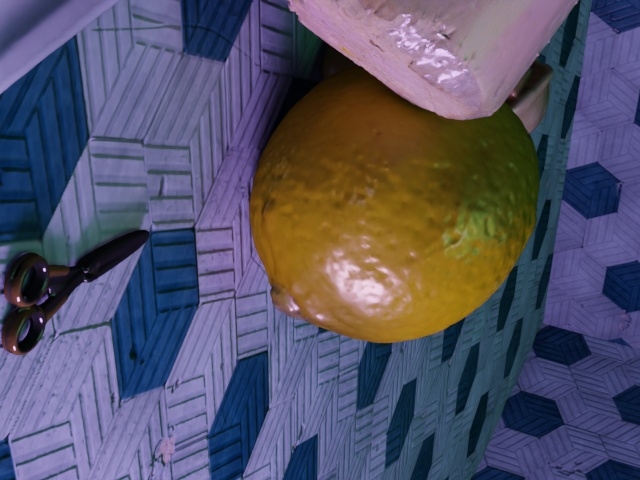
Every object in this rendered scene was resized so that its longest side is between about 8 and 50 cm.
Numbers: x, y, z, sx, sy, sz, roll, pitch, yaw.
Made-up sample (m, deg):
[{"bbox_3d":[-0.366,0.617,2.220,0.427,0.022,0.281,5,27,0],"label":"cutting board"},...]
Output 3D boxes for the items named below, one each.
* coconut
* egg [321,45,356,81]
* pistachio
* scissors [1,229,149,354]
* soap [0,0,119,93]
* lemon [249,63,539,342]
[{"bbox_3d":[0.129,-0.303,1.187,0.309,0.297,0.297,-56,160,-2],"label":"coconut"},{"bbox_3d":[0.043,-0.217,1.517,0.080,0.080,0.096,71,35,-60],"label":"egg"},{"bbox_3d":[0.255,-0.233,1.975,0.193,0.214,0.318,57,43,-5],"label":"pistachio"},{"bbox_3d":[-0.207,0.027,1.079,0.220,0.017,0.088,-38,139,-62],"label":"scissors"},{"bbox_3d":[-0.136,-0.200,0.737,0.087,0.265,0.160,43,55,-22],"label":"soap"},{"bbox_3d":[0.084,-0.046,1.392,0.336,0.336,0.336,15,90,-72],"label":"lemon"}]
